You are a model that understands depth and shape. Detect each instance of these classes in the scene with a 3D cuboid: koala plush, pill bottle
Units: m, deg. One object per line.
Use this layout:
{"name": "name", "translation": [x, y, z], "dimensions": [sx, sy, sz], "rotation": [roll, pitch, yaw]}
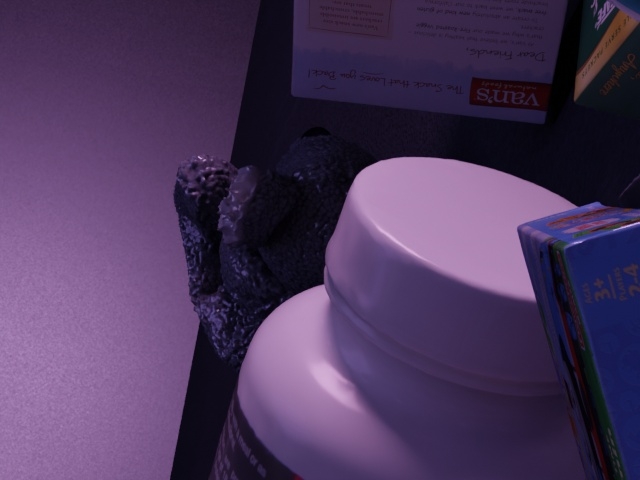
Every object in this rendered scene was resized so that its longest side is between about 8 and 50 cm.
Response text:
{"name": "koala plush", "translation": [0.000, 0.000, 1.146], "dimensions": [0.221, 0.196, 0.203], "rotation": [123, 147, -64]}
{"name": "pill bottle", "translation": [0.033, 0.129, 0.731], "dimensions": [0.176, 0.176, 0.318], "rotation": [-95, 20, -63]}

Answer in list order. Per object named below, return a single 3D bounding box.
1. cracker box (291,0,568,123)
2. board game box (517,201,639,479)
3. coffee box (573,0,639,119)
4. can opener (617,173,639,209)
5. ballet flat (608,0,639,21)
{"name": "cracker box", "translation": [0.066, -0.179, 0.869], "dimensions": [0.067, 0.156, 0.232], "rotation": [-80, -5, -45]}
{"name": "board game box", "translation": [0.103, 0.069, 0.478], "dimensions": [0.211, 0.039, 0.160], "rotation": [-19, -87, -85]}
{"name": "coffee box", "translation": [0.166, -0.164, 0.753], "dimensions": [0.113, 0.040, 0.184], "rotation": [123, 158, -66]}
{"name": "can opener", "translation": [0.177, -0.044, 0.491], "dimensions": [0.093, 0.074, 0.280], "rotation": [61, 155, 20]}
{"name": "ballet flat", "translation": [0.192, -0.240, 0.449], "dimensions": [0.139, 0.139, 0.400], "rotation": [-88, 20, -50]}
